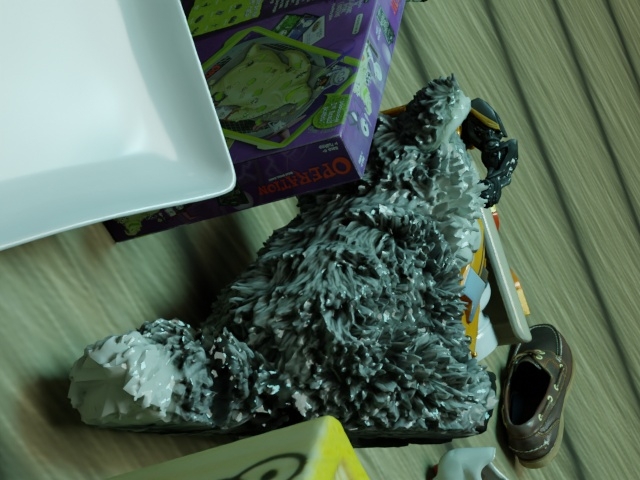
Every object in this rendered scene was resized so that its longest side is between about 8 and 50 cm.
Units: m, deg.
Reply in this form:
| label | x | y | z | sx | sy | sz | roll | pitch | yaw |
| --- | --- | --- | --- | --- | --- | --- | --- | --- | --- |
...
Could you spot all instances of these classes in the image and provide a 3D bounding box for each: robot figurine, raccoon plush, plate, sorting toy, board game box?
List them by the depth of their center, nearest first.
| label | x | y | z | sx | sy | sz | roll | pitch | yaw |
| --- | --- | --- | --- | --- | --- | --- | --- | --- | --- |
| plate | -0.204 | -0.136 | 1.247 | 0.278 | 0.045 | 0.277 | -17 | 90 | -45 |
| raccoon plush | 0.000 | 0.000 | 1.418 | 0.446 | 0.216 | 0.299 | 20 | 67 | -64 |
| board game box | -0.043 | -0.137 | 1.503 | 0.056 | 0.208 | 0.347 | 59 | 26 | -28 |
| robot figurine | 0.077 | -0.014 | 1.710 | 0.085 | 0.211 | 0.291 | 41 | 44 | -45 |
| sorting toy | 0.160 | 0.017 | 1.950 | 0.208 | 0.038 | 0.193 | 162 | -90 | -75 |

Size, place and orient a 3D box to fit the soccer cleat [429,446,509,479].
| label | x | y | z | sx | sy | sz | roll | pitch | yaw |
| --- | --- | --- | --- | --- | --- | --- | --- | --- | --- |
| soccer cleat | 0.177 | 0.290 | 1.865 | 0.196 | 0.076 | 0.068 | 63 | 24 | -23 |

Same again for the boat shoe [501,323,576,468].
| label | x | y | z | sx | sy | sz | roll | pitch | yaw |
| --- | --- | --- | --- | --- | --- | --- | --- | --- | --- |
| boat shoe | 0.247 | 0.162 | 2.129 | 0.073 | 0.073 | 0.207 | 59 | 25 | -33 |

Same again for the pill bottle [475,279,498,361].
| label | x | y | z | sx | sy | sz | roll | pitch | yaw |
| --- | --- | --- | --- | --- | --- | --- | --- | --- | --- |
| pill bottle | 0.108 | 0.037 | 1.854 | 0.180 | 0.108 | 0.108 | 65 | 23 | -15 |

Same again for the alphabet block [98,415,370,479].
| label | x | y | z | sx | sy | sz | roll | pitch | yaw |
| --- | --- | --- | --- | --- | --- | --- | --- | --- | --- |
| alphabet block | -0.056 | 0.256 | 1.192 | 0.193 | 0.197 | 0.192 | 62 | 25 | -23 |
